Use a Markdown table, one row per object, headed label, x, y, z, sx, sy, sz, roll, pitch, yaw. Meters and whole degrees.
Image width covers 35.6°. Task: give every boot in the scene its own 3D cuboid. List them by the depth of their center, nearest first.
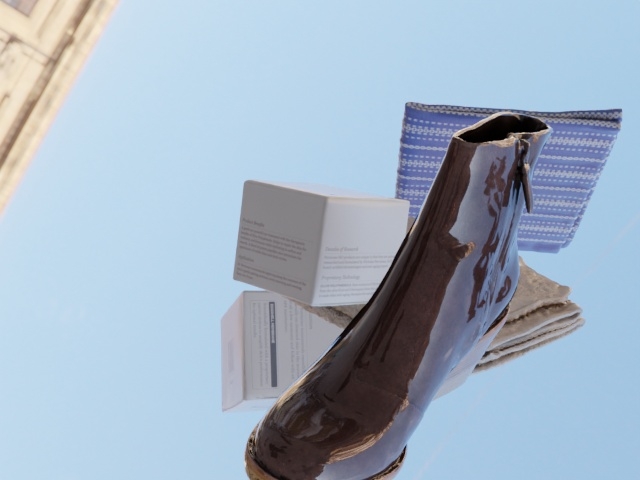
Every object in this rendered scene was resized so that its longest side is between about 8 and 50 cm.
| label | x | y | z | sx | sy | sz | roll | pitch | yaw |
| --- | --- | --- | --- | --- | --- | --- | --- | --- | --- |
| boot | 0.051 | 0.031 | 0.607 | 0.090 | 0.248 | 0.206 | 26 | -61 | 26 |

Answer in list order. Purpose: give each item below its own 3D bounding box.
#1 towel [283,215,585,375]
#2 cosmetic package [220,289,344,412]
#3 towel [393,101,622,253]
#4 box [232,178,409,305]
| label | x | y | z | sx | sy | sz | roll | pitch | yaw |
| --- | --- | --- | --- | --- | --- | --- | --- | --- | --- |
| towel | 0.089 | 0.044 | 0.938 | 0.282 | 0.187 | 0.049 | 25 | -56 | 48 |
| cosmetic package | -0.006 | 0.145 | 1.290 | 0.224 | 0.225 | 0.138 | 135 | -45 | -71 |
| towel | 0.214 | -0.073 | 1.225 | 0.243 | 0.336 | 0.040 | 3 | -115 | 3 |
| box | 0.000 | 0.000 | 0.813 | 0.101 | 0.102 | 0.087 | 14 | -79 | 45 |
